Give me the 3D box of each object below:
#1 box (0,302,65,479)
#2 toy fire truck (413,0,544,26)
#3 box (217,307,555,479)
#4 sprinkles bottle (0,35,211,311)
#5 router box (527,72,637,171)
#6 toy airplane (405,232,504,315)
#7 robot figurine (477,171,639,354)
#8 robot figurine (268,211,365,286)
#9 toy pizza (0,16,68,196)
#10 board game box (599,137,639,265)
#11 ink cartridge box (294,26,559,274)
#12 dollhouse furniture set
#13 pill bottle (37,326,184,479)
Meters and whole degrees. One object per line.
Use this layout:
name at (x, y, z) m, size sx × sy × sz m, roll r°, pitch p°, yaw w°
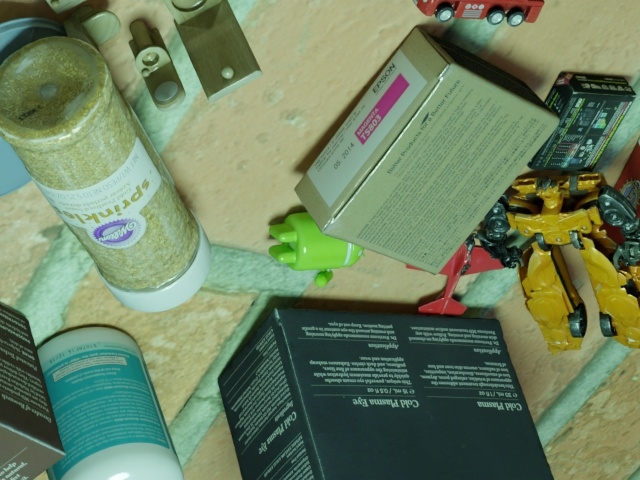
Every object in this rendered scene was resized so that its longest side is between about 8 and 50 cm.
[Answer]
box at (-0.405, 0.170, 1.710) m, size 0.168 × 0.203 × 0.167 m, roll -37°, pitch 139°, yaw 15°
toy fire truck at (0.199, -0.287, 1.640) m, size 0.192 × 0.047 × 0.135 m, roll 0°, pitch 134°, yaw -26°
box at (0.087, 0.264, 1.962) m, size 0.343 × 0.312 × 0.179 m, roll 5°, pitch 142°, yaw -31°
sprinkles bottle at (-0.211, -0.056, 1.588) m, size 0.121 × 0.121 × 0.355 m, roll -25°, pitch 149°, yaw 0°
router box at (0.298, -0.136, 1.863) m, size 0.092 × 0.038 × 0.122 m, roll 2°, pitch 134°, yaw -28°
toy airplane at (0.165, 0.046, 2.002) m, size 0.151 × 0.028 × 0.151 m, roll -13°, pitch 138°, yaw -12°
robot figurine at (0.314, 0.025, 1.956) m, size 0.211 × 0.085 × 0.291 m, roll -3°, pitch 133°, yaw 25°
robot figurine at (0.000, 0.000, 1.836) m, size 0.115 × 0.067 × 0.101 m, roll -3°, pitch 104°, yaw -22°
toy pizza at (-0.308, -0.126, 1.532) m, size 0.201 × 0.032 × 0.201 m, roll -34°, pitch 145°, yaw -28°
board game box at (0.495, -0.083, 2.001) m, size 0.242 × 0.064 × 0.316 m, roll -3°, pitch 136°, yaw -24°
ink cartridge box at (0.117, -0.093, 1.759) m, size 0.193 × 0.088 × 0.235 m, roll 22°, pitch 115°, yaw -41°
dollhouse furniture set at (-0.162, -0.203, 1.486) m, size 0.144 × 0.123 × 0.151 m, roll -29°, pitch 140°, yaw 4°
pill bottle at (-0.242, 0.236, 1.817) m, size 0.146 × 0.264 × 0.146 m, roll -14°, pitch 139°, yaw -13°
